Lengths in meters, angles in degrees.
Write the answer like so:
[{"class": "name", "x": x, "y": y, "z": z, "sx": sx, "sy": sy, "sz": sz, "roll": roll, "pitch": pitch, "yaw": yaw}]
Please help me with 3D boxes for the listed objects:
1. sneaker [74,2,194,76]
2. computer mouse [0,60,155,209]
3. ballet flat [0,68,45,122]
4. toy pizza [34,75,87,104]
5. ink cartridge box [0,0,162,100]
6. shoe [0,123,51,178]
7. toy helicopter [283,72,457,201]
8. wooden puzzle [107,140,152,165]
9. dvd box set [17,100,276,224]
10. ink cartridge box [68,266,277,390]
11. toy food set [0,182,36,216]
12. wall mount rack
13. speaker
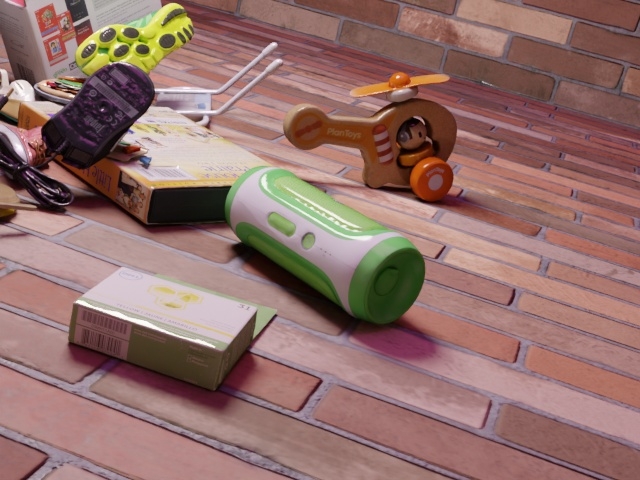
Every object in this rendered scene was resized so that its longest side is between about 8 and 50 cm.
[{"class": "sneaker", "x": -0.358, "y": -0.361, "z": 1.833, "sx": 0.123, "sy": 0.109, "sz": 0.295, "roll": -20, "pitch": 13, "yaw": 38}, {"class": "computer mouse", "x": -0.376, "y": -0.177, "z": 1.403, "sx": 0.184, "sy": 0.262, "sz": 0.060, "roll": 35, "pitch": -25, "yaw": -3}, {"class": "ballet flat", "x": -0.560, "y": -0.262, "z": 1.717, "sx": 0.232, "sy": 0.073, "sz": 0.080, "roll": 22, "pitch": 19, "yaw": 21}, {"class": "toy pizza", "x": -0.409, "y": -0.269, "z": 1.730, "sx": 0.201, "sy": 0.032, "sz": 0.201, "roll": 11, "pitch": 16, "yaw": -3}, {"class": "ink cartridge box", "x": -0.477, "y": -0.474, "z": 1.909, "sx": 0.130, "sy": 0.271, "sz": 0.309, "roll": 27, "pitch": 49, "yaw": 33}, {"class": "shoe", "x": -0.444, "y": -0.139, "z": 1.469, "sx": 0.081, "sy": 0.063, "sz": 0.178, "roll": -3, "pitch": 21, "yaw": -29}, {"class": "toy helicopter", "x": 0.101, "y": -0.213, "z": 1.793, "sx": 0.355, "sy": 0.235, "sz": 0.140, "roll": 4, "pitch": 22, "yaw": -27}, {"class": "wooden puzzle", "x": -0.305, "y": -0.140, "z": 1.455, "sx": 0.116, "sy": 0.014, "sz": 0.078, "roll": 15, "pitch": 20, "yaw": 4}, {"class": "dvd box set", "x": -0.265, "y": -0.136, "z": 1.590, "sx": 0.308, "sy": 0.062, "sz": 0.420, "roll": -5, "pitch": 27, "yaw": -44}, {"class": "ink cartridge box", "x": -0.153, "y": 0.076, "z": 1.091, "sx": 0.171, "sy": 0.056, "sz": 0.235, "roll": 16, "pitch": 21, "yaw": 9}, {"class": "toy food set", "x": -0.469, "y": -0.058, "z": 1.283, "sx": 0.132, "sy": 0.038, "sz": 0.192, "roll": 7, "pitch": 14, "yaw": -40}, {"class": "wall mount rack", "x": -0.234, "y": -0.325, "z": 1.980, "sx": 0.304, "sy": 0.130, "sz": 0.350, "roll": -2, "pitch": 22, "yaw": -5}, {"class": "speaker", "x": 0.000, "y": 0.000, "z": 1.298, "sx": 0.131, "sy": 0.131, "sz": 0.296, "roll": -5, "pitch": 27, "yaw": -43}]
